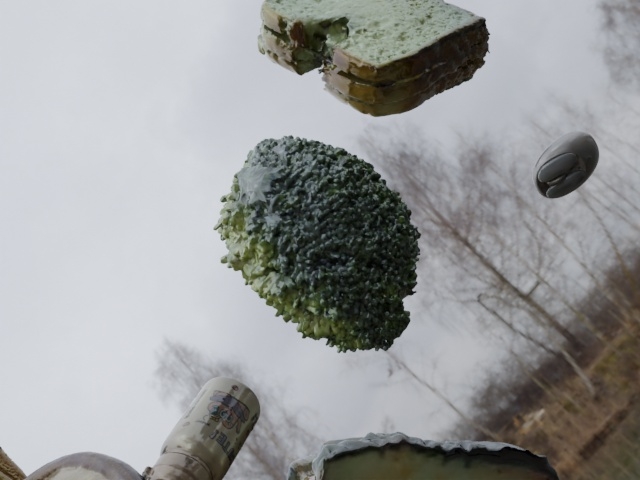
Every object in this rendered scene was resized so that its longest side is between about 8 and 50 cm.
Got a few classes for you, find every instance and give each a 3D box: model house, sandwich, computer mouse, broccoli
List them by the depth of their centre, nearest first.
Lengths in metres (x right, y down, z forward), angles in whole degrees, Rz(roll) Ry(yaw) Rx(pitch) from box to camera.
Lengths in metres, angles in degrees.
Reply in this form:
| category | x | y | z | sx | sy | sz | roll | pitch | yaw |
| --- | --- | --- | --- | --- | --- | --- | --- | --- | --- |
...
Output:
| category | x | y | z | sx | sy | sz | roll | pitch | yaw |
| --- | --- | --- | --- | --- | --- | --- | --- | --- | --- |
| broccoli | 0.002 | 0.000 | 0.774 | 0.197 | 0.227 | 0.176 | -29 | 13 | -36 |
| computer mouse | 0.302 | -0.092 | 0.932 | 0.096 | 0.066 | 0.039 | -41 | 24 | -18 |
| sandwich | 0.069 | -0.293 | 1.103 | 0.249 | 0.273 | 0.095 | -31 | -36 | -33 |
| model house | 0.153 | 0.532 | 1.390 | 0.445 | 0.396 | 0.400 | -1 | -10 | -16 |

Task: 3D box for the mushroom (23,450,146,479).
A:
| category | x | y | z | sx | sy | sz | roll | pitch | yaw |
| --- | --- | --- | --- | --- | --- | --- | --- | --- | --- |
| mushroom | -0.272 | 0.348 | 0.860 | 0.194 | 0.231 | 0.138 | -9 | -59 | -7 |

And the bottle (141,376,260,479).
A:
| category | x | y | z | sx | sy | sz | roll | pitch | yaw |
| --- | --- | --- | --- | --- | --- | --- | --- | --- | --- |
| bottle | -0.159 | 0.291 | 1.058 | 0.097 | 0.110 | 0.209 | -61 | -3 | 34 |

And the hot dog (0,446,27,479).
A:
| category | x | y | z | sx | sy | sz | roll | pitch | yaw |
| --- | --- | --- | --- | --- | --- | --- | --- | --- | --- |
| hot dog | -0.532 | 0.312 | 1.143 | 0.061 | 0.286 | 0.088 | -45 | 1 | 3 |
